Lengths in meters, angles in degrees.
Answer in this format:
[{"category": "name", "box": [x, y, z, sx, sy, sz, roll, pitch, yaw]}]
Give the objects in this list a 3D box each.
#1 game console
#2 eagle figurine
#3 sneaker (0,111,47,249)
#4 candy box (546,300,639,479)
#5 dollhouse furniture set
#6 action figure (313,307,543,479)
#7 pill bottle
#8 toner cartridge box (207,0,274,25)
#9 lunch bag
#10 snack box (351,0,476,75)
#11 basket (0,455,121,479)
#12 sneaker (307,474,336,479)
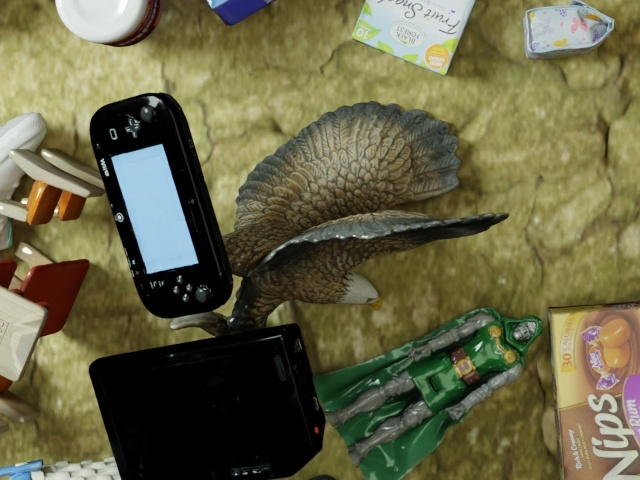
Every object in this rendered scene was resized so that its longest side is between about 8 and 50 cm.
[{"category": "game console", "box": [-0.133, 0.050, 1.464, 0.213, 0.044, 0.361, -12, 98, 28]}, {"category": "eagle figurine", "box": [0.006, 0.002, 1.546, 0.298, 0.225, 0.226, -47, 72, 17]}, {"category": "sneaker", "box": [-0.332, -0.036, 1.622, 0.212, 0.080, 0.094, -43, 103, 13]}, {"category": "candy box", "box": [0.285, 0.156, 1.609, 0.109, 0.053, 0.187, -4, 94, 3]}, {"category": "dollhouse furniture set", "box": [-0.279, 0.060, 1.529, 0.135, 0.259, 0.262, 25, 98, 11]}, {"category": "action figure", "box": [0.118, 0.138, 1.615, 0.232, 0.063, 0.137, -32, 90, 2]}, {"category": "pill bottle", "box": [-0.196, -0.227, 1.549, 0.086, 0.152, 0.086, 0, 95, 3]}, {"category": "toner cartridge box", "box": [0.015, -0.365, 1.547, 0.347, 0.075, 0.165, -31, 80, 5]}, {"category": "lunch bag", "box": [0.238, -0.203, 1.569, 0.083, 0.071, 0.053, -3, 91, 6]}, {"category": "snack box", "box": [0.102, -0.244, 1.589, 0.100, 0.037, 0.141, 22, 95, 2]}, {"category": "basket", "box": [-0.276, 0.330, 1.580, 0.289, 0.201, 0.255, -16, 95, -5]}, {"category": "sneaker", "box": [-0.047, 0.304, 1.622, 0.170, 0.089, 0.051, -40, 92, 6]}]
